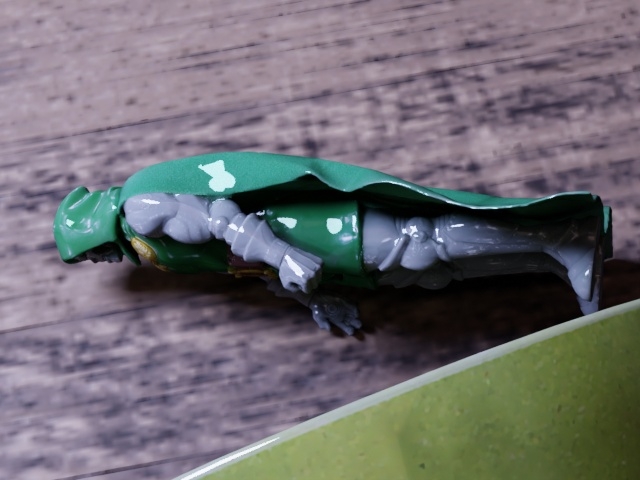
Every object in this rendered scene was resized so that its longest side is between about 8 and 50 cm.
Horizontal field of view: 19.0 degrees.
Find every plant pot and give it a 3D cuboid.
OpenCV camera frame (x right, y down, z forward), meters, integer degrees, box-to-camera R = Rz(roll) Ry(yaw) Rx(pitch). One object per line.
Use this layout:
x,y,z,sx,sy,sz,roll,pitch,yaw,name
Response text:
0.058,0.203,0.618,0.274,0.275,0.293,-21,80,-8,plant pot

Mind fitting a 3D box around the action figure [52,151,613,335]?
0.000,0.000,0.792,0.232,0.137,0.063,4,76,14,action figure
